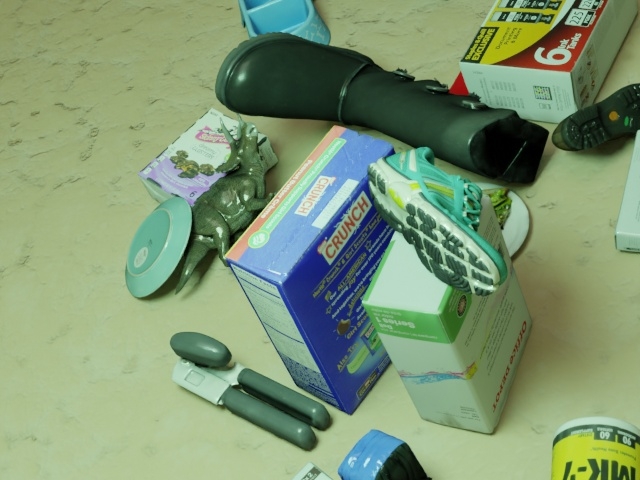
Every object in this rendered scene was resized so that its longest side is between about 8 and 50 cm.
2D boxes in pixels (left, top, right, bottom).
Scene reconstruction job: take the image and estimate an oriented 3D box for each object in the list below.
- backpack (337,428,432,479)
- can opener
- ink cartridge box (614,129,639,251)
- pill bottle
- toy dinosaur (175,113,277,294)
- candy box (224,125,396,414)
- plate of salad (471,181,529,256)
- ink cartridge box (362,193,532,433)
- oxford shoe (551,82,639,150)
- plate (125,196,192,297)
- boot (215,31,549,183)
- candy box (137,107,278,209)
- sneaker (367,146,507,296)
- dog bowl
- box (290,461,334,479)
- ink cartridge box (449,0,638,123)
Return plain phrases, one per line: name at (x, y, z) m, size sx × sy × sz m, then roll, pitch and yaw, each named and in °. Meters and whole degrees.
backpack at (0.074, 0.311, 1.479) m, size 0.101 × 0.120 × 0.098 m, roll 17°, pitch 59°, yaw 33°
can opener at (-0.118, 0.215, 1.663) m, size 0.283 × 0.095 × 0.076 m, roll 20°, pitch 60°, yaw 35°
ink cartridge box at (0.571, -0.069, 1.677) m, size 0.224 × 0.045 × 0.223 m, roll 6°, pitch 52°, yaw 24°
pill bottle at (0.338, 0.330, 1.356) m, size 0.119 × 0.119 × 0.208 m, roll -4°, pitch 49°, yaw 19°
toy dinosaur at (-0.158, -0.043, 1.904) m, size 0.160 × 0.121 × 0.313 m, roll 33°, pitch 91°, yaw 29°
candy box at (0.032, 0.046, 1.600) m, size 0.122 × 0.317 × 0.268 m, roll 21°, pitch 60°, yaw 36°
plate of salad at (0.230, -0.026, 1.776) m, size 0.200 × 0.048 × 0.200 m, roll -11°, pitch 47°, yaw 12°
ink cartridge box at (0.181, 0.099, 1.520) m, size 0.117 × 0.278 × 0.201 m, roll 6°, pitch 52°, yaw 30°
oxford shoe at (0.473, -0.200, 1.811) m, size 0.227 × 0.083 × 0.096 m, roll -15°, pitch 0°, yaw -16°
plate at (-0.285, 0.007, 1.909) m, size 0.188 × 0.024 × 0.188 m, roll -31°, pitch 44°, yaw 36°
boot at (0.098, -0.207, 1.834) m, size 0.367 × 0.146 × 0.445 m, roll -11°, pitch 33°, yaw -42°
candy box at (-0.204, -0.134, 2.035) m, size 0.165 × 0.070 × 0.196 m, roll 29°, pitch 65°, yaw 38°
sneaker at (0.156, -0.038, 1.391) m, size 0.110 × 0.107 × 0.275 m, roll -24°, pitch 43°, yaw -12°
dog bowl at (-0.084, -0.463, 2.287) m, size 0.166 × 0.074 × 0.297 m, roll -21°, pitch 44°, yaw 3°
box at (-0.002, 0.414, 1.416) m, size 0.181 × 0.119 × 0.182 m, roll -44°, pitch 48°, yaw -18°
ink cartridge box at (0.375, -0.363, 1.969) m, size 0.272 × 0.130 × 0.309 m, roll 11°, pitch 55°, yaw 31°
